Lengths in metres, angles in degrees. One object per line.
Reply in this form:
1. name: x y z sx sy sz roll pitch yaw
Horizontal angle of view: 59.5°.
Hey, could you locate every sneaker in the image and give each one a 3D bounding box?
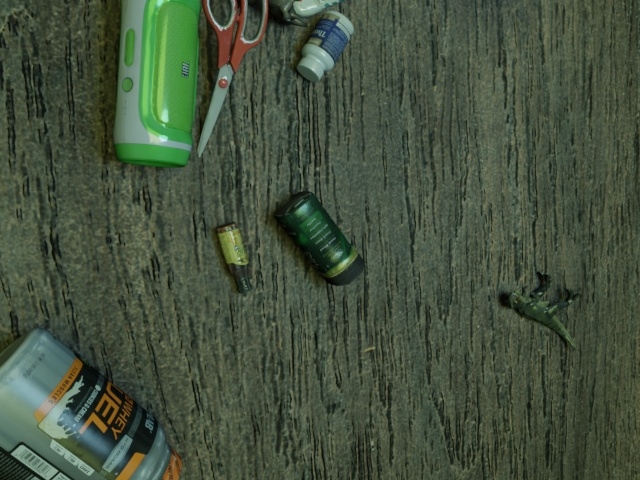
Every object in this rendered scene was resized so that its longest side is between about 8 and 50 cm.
1. sneaker: 0.021 -0.465 1.033 0.161 0.075 0.057 -29 103 -19

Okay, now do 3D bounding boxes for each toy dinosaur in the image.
1. toy dinosaur: 0.525 0.148 1.294 0.268 0.064 0.118 31 88 -24

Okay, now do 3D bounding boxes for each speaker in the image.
1. speaker: -0.261 -0.271 0.898 0.131 0.131 0.296 3 92 -23

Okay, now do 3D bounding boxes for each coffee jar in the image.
1. coffee jar: 0.000 0.000 1.040 0.079 0.096 0.184 -42 107 -13

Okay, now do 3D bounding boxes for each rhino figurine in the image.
1. rhino figurine: -0.120 -0.439 0.958 0.243 0.106 0.073 32 81 -21

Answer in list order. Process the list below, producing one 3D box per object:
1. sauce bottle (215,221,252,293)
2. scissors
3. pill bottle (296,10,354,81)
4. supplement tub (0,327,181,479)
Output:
1. sauce bottle: -0.152 0.032 1.008 0.042 0.042 0.128 -21 103 -21
2. scissors: -0.151 -0.283 0.950 0.109 0.021 0.297 -2 113 -23
3. pill bottle: 0.006 -0.357 1.038 0.067 0.067 0.120 34 80 -21
4. supplement tub: -0.376 0.299 0.846 0.193 0.194 0.316 -47 110 -14
